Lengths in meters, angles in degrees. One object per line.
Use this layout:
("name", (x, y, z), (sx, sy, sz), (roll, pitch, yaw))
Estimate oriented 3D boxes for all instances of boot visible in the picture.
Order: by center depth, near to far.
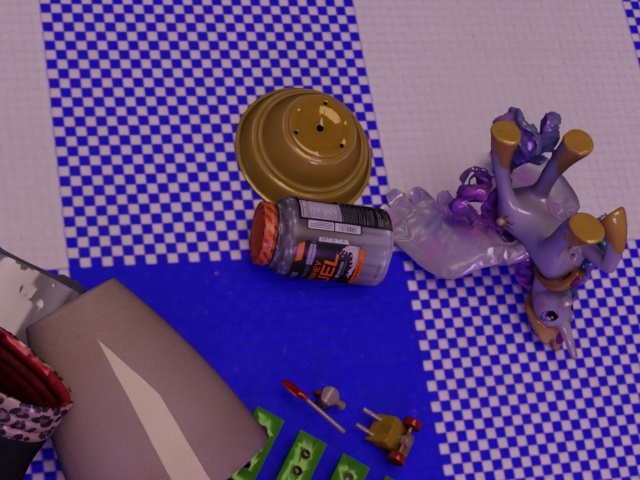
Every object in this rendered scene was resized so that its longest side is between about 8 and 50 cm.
("boot", (-0.498, 0.203, 1.697), (0.377, 0.284, 0.138), (34, 25, -4))

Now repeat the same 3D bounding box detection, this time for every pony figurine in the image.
("pony figurine", (0.295, -0.030, 2.072), (0.303, 0.363, 0.351), (-27, 63, -19))

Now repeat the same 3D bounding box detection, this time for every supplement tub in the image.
("supplement tub", (0.000, 0.000, 2.052), (0.190, 0.117, 0.117), (7, 67, -15))

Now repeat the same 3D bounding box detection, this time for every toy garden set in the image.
("toy garden set", (0.012, 0.298, 1.974), (0.244, 0.049, 0.204), (30, 64, -4))

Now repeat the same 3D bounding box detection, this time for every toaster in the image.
("toaster", (-0.411, 0.102, 1.868), (0.227, 0.129, 0.146), (28, 66, -14))

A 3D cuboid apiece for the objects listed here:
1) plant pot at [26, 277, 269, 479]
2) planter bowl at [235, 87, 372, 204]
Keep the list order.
("plant pot", (-0.241, 0.193, 1.780), (0.256, 0.256, 0.274), (-31, 94, -27))
("planter bowl", (-0.011, -0.151, 2.125), (0.217, 0.090, 0.217), (7, 66, -16))
